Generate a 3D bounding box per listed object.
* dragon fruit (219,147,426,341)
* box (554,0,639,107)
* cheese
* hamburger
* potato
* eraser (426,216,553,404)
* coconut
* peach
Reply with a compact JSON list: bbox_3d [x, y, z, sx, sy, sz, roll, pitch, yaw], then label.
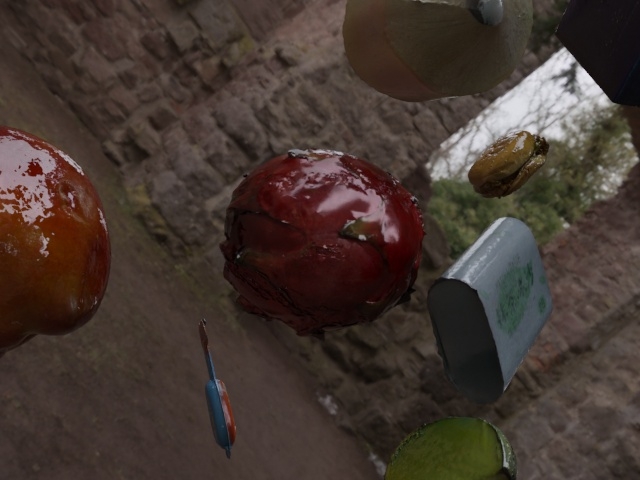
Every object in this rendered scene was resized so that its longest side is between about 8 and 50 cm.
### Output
[{"bbox_3d":[0.000,0.000,1.070,0.295,0.302,0.295,-177,-90,-85],"label":"dragon fruit"},{"bbox_3d":[0.561,-0.417,1.237,0.279,0.116,0.261,-102,-157,-48],"label":"box"},{"bbox_3d":[-0.190,0.266,1.264,0.106,0.037,0.256,137,-59,-68],"label":"cheese"},{"bbox_3d":[0.358,-0.146,1.337,0.083,0.147,0.138,47,-9,-16],"label":"hamburger"},{"bbox_3d":[0.146,0.251,0.756,0.054,0.119,0.198,38,-41,-14],"label":"potato"},{"bbox_3d":[0.230,0.083,0.928,0.227,0.081,0.174,-34,111,-51],"label":"eraser"},{"bbox_3d":[0.169,-0.314,0.991,0.239,0.239,0.244,51,-15,-23],"label":"coconut"},{"bbox_3d":[-0.529,0.017,1.203,0.310,0.335,0.406,16,57,-46],"label":"peach"}]
